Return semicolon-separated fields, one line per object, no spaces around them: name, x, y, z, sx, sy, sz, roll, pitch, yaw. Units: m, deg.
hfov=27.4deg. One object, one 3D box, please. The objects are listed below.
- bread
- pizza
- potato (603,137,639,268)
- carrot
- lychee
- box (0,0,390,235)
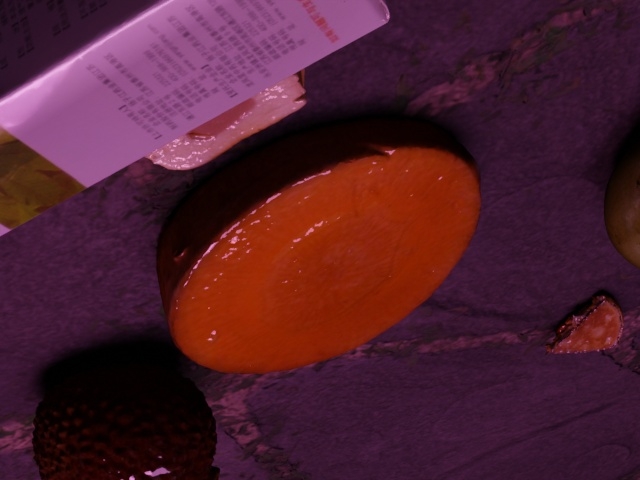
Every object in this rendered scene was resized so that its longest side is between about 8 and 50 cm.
bread;-0.073;-0.139;0.847;0.134;0.173;0.085;-29;138;29
pizza;0.313;0.090;1.515;0.100;0.029;0.099;-8;138;-20
potato;0.375;-0.059;1.211;0.253;0.148;0.186;-29;131;31
carrot;0.000;0.000;1.172;0.307;0.100;0.258;-32;144;7
lychee;-0.186;0.209;1.299;0.194;0.194;0.194;-13;147;-8
box;-0.133;-0.153;0.758;0.299;0.200;0.106;-28;148;15
